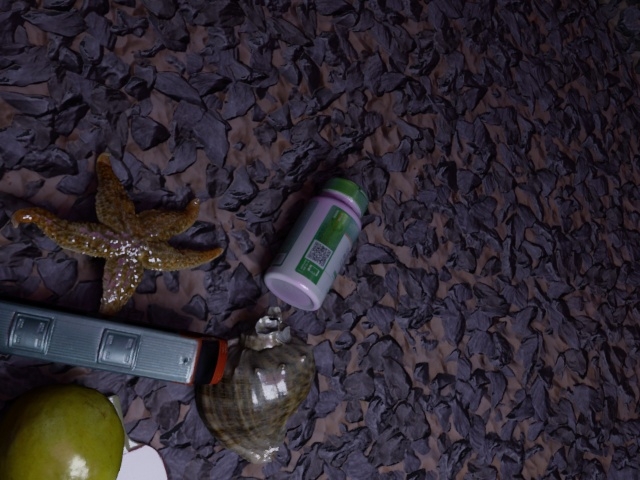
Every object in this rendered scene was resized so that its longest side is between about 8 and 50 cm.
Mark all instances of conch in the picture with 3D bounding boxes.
[{"bbox_3d":[-0.108,0.268,1.096,0.210,0.159,0.291,5,78,-29],"label":"conch"}]

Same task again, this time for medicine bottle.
[{"bbox_3d":[0.000,0.000,1.235,0.133,0.133,0.274,37,64,-16],"label":"medicine bottle"}]

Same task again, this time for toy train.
[{"bbox_3d":[-0.355,0.167,0.971,0.409,0.089,0.086,13,87,-11],"label":"toy train"}]

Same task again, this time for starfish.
[{"bbox_3d":[-0.351,0.006,1.066,0.375,0.094,0.327,23,66,-28],"label":"starfish"}]

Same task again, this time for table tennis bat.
[{"bbox_3d":[-0.339,0.390,1.024,0.138,0.022,0.247,-10,85,-31],"label":"table tennis bat"}]

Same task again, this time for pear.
[{"bbox_3d":[-0.399,0.318,0.909,0.200,0.200,0.200,7,75,-27],"label":"pear"}]
